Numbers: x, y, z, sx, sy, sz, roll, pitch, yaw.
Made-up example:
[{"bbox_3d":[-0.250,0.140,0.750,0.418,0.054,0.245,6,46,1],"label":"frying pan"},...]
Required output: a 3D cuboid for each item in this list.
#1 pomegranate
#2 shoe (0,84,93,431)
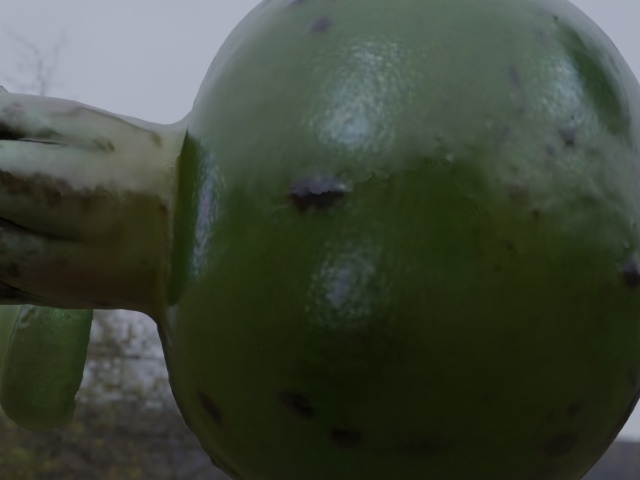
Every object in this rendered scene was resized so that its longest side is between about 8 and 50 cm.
[{"bbox_3d":[0.000,0.000,0.528,0.247,0.202,0.202,7,-15,-10],"label":"pomegranate"},{"bbox_3d":[-0.201,0.011,0.929,0.128,0.262,0.140,-12,-49,-16],"label":"shoe"}]
